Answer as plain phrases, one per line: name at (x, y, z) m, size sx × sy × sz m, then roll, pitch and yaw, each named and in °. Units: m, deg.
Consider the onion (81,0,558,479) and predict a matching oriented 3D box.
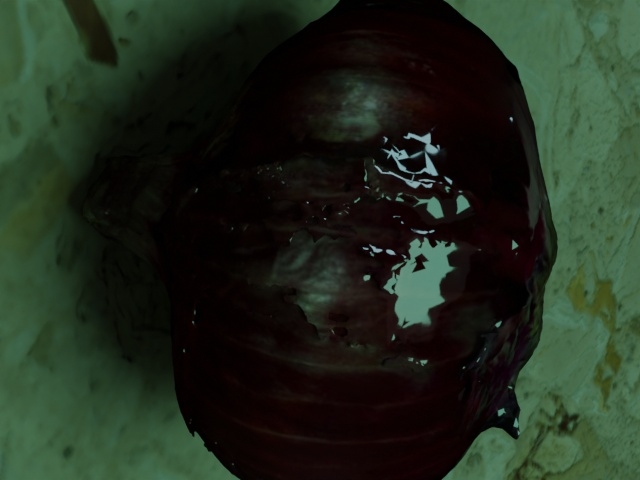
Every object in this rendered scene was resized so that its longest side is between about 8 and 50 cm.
onion at (0.000, 0.000, 0.760) m, size 0.252 × 0.219 × 0.252 m, roll -164°, pitch -90°, yaw -90°
